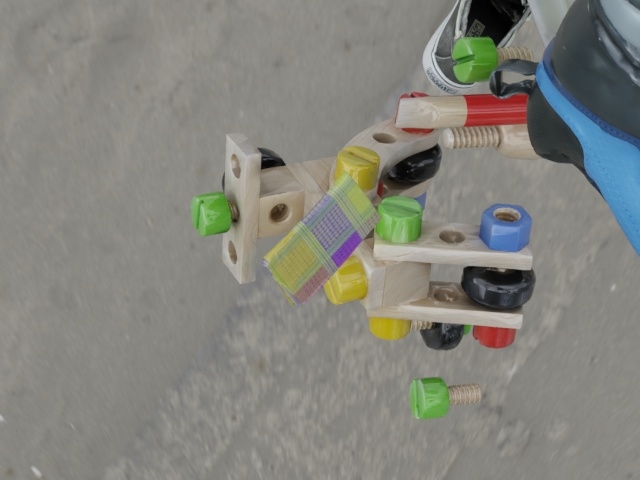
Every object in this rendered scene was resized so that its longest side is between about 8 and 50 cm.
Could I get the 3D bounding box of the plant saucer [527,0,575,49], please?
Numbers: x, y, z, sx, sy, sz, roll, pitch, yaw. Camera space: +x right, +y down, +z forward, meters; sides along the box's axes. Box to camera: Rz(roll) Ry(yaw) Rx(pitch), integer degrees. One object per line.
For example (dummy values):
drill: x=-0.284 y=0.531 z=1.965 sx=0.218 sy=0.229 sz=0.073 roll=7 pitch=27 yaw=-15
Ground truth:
plant saucer: x=0.177 y=-0.306 z=1.150 sx=0.100 sy=0.400 sz=0.400 roll=-12 pitch=71 yaw=16

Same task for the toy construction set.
toy construction set: x=0.035 y=-0.031 z=1.297 sx=0.237 sy=0.309 sz=0.257 roll=-4 pitch=59 yaw=-20

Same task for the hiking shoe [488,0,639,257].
hiking shoe: x=0.206 y=0.005 z=0.639 sx=0.113 sy=0.132 sz=0.304 roll=-34 pitch=79 yaw=-33

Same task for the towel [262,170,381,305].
towel: x=0.000 y=0.000 z=1.060 sx=0.083 sy=0.060 sz=0.009 roll=-47 pitch=50 yaw=-8

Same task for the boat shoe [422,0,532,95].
boat shoe: x=0.163 y=-0.223 z=1.449 sx=0.078 sy=0.070 sz=0.219 roll=31 pitch=62 yaw=-11
